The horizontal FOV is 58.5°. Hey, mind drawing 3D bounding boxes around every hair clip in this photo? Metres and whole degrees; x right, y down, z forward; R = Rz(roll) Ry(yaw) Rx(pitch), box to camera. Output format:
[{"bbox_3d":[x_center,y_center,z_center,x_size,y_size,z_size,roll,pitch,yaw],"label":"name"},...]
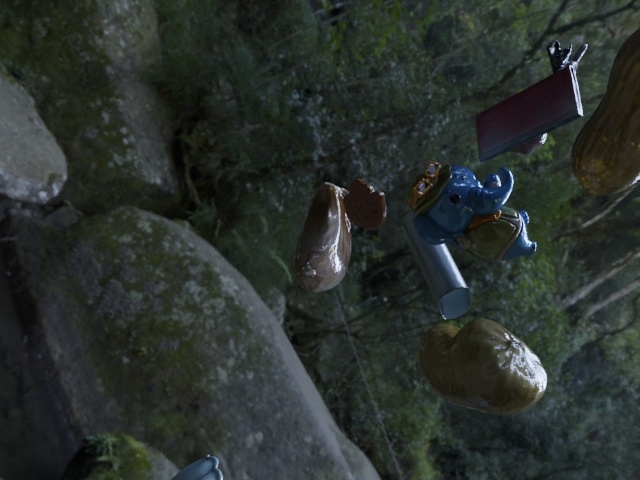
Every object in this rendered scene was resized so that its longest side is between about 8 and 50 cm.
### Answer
[{"bbox_3d":[0.529,-0.356,1.276,0.056,0.146,0.187,31,-24,34],"label":"hair clip"}]

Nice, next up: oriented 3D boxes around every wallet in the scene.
[{"bbox_3d":[0.421,-0.258,1.183,0.232,0.025,0.119,-24,-121,47],"label":"wallet"}]

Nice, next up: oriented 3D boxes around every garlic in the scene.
[{"bbox_3d":[0.537,-0.297,1.549,0.159,0.102,0.147,37,-39,-26],"label":"garlic"},{"bbox_3d":[-0.002,0.013,0.867,0.198,0.090,0.129,-68,165,-47],"label":"garlic"}]

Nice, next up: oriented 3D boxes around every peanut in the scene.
[{"bbox_3d":[0.237,0.190,0.882,0.253,0.122,0.137,159,-61,-68],"label":"peanut"}]

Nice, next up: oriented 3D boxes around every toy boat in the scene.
[{"bbox_3d":[-0.289,0.582,1.165,0.100,0.290,0.199,16,0,-28],"label":"toy boat"}]

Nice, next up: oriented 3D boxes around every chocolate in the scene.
[{"bbox_3d":[0.506,-0.218,0.916,0.134,0.134,0.309,51,-53,49],"label":"chocolate"}]

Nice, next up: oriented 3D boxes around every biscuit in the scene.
[{"bbox_3d":[0.093,-0.076,1.208,0.130,0.019,0.102,31,-57,48],"label":"biscuit"}]

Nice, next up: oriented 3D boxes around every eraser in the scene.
[{"bbox_3d":[0.272,0.056,1.350,0.174,0.081,0.227,63,7,-58],"label":"eraser"}]

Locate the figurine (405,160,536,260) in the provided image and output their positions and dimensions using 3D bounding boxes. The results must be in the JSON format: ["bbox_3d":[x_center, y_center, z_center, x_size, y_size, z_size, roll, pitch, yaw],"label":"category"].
[{"bbox_3d":[0.297,-0.061,1.130,0.154,0.261,0.180,31,73,-87],"label":"figurine"}]
